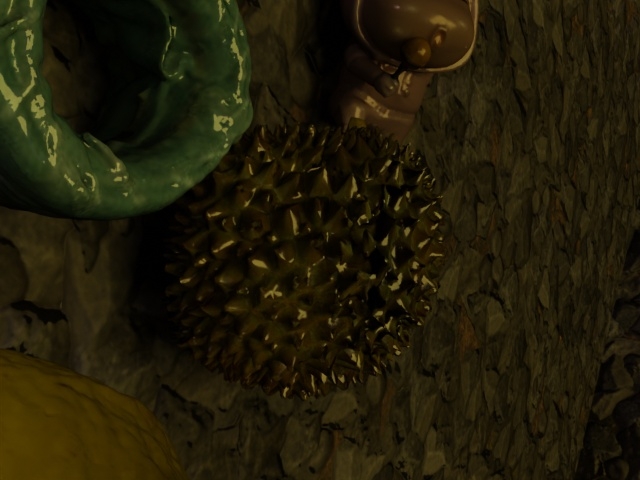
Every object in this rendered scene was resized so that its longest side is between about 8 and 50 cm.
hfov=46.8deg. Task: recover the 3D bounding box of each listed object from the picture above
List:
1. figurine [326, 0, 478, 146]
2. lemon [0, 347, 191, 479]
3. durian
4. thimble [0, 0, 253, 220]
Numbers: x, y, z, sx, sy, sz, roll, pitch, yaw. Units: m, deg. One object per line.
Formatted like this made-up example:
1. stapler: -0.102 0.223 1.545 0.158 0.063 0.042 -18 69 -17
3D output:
1. figurine: 0.090 -0.196 0.811 0.176 0.186 0.287 18 96 -30
2. lemon: -0.186 0.184 0.369 0.268 0.268 0.322 -60 150 -31
3. durian: 0.002 0.011 0.654 0.293 0.258 0.258 -32 120 -61
4. thimble: -0.155 -0.111 0.484 0.235 0.143 0.198 16 81 -54
